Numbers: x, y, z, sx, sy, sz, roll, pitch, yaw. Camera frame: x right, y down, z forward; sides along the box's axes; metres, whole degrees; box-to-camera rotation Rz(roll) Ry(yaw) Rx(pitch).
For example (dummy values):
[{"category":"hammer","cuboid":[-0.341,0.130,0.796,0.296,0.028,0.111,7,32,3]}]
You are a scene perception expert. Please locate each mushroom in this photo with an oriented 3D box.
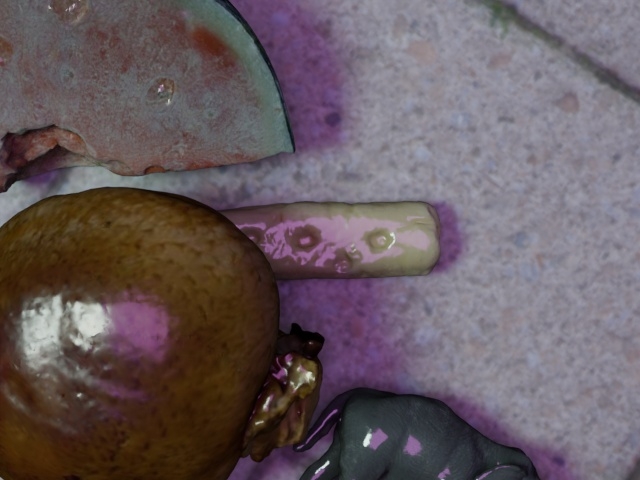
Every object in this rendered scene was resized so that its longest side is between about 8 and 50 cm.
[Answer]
[{"category":"mushroom","cuboid":[-0.135,0.089,0.900,0.283,0.195,0.263,4,109,-7]}]

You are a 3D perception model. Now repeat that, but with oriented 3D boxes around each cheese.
[{"category":"cheese","cuboid":[0.000,0.000,0.984,0.193,0.043,0.065,-3,84,2]}]

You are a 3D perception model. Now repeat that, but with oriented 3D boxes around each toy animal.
[{"category":"toy animal","cuboid":[0.106,0.205,0.959,0.269,0.082,0.137,23,90,1]}]

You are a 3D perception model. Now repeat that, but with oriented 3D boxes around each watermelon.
[{"category":"watermelon","cuboid":[-0.176,-0.130,0.962,0.318,0.148,0.226,22,107,-13]}]
